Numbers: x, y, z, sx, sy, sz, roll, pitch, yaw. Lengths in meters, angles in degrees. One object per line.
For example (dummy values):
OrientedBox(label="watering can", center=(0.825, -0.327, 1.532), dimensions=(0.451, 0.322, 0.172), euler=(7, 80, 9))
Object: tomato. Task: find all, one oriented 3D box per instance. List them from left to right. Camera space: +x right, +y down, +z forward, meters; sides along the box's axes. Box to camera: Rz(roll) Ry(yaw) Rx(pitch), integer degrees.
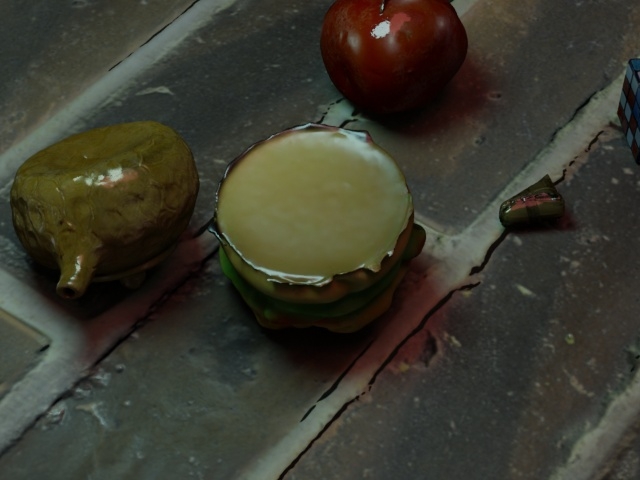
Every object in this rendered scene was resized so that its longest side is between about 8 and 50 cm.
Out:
OrientedBox(label="tomato", center=(0.093, -0.229, 2.171), dimensions=(0.187, 0.151, 0.187), euler=(-4, 5, 0))

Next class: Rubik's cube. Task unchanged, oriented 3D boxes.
OrientedBox(label="Rubik's cube", center=(0.415, -0.157, 2.170), dimensions=(0.092, 0.092, 0.092), euler=(-5, 48, -9))

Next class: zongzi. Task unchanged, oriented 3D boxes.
OrientedBox(label="zongzi", center=(0.237, -0.050, 2.100), dimensions=(0.076, 0.040, 0.083), euler=(-9, 36, -4))

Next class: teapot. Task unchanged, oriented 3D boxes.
OrientedBox(label="teapot", center=(-0.220, -0.028, 1.978), dimensions=(0.203, 0.167, 0.311), euler=(-8, 22, 22))

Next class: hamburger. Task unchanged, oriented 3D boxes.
OrientedBox(label="hamburger", center=(0.000, 0.000, 1.961), dimensions=(0.237, 0.149, 0.237), euler=(-2, 53, 3))
